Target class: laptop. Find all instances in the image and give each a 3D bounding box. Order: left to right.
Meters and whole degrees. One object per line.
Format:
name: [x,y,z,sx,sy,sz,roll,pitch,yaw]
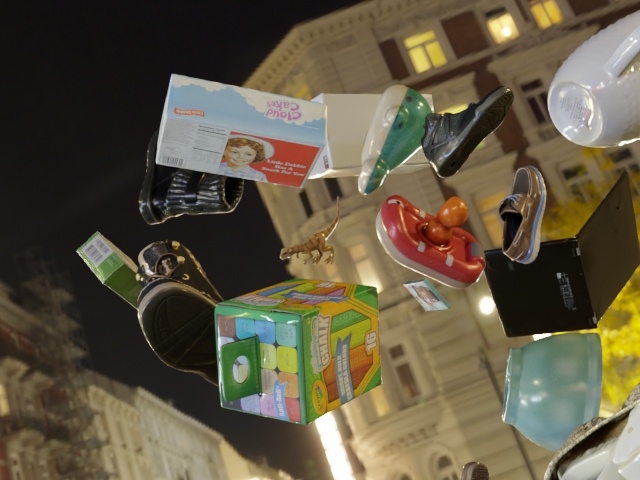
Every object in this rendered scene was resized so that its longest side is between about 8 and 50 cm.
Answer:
laptop: [0.683,0.051,2.557,0.408,0.236,0.382,-9,-46,19]

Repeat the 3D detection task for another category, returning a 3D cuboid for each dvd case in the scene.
dvd case: [0.241,0.124,2.073,0.013,0.087,0.119,-44,8,-15]

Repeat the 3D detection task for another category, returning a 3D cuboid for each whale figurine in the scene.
whale figurine: [0.171,-0.223,2.080,0.141,0.272,0.216,21,-30,1]

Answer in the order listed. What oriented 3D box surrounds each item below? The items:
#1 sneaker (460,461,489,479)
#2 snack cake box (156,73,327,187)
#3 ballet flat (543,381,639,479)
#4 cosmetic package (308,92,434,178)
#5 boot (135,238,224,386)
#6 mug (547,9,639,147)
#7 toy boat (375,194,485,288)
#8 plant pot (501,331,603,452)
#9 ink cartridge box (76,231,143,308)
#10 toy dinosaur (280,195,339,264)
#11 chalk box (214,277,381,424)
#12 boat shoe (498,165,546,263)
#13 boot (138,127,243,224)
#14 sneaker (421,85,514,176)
sneaker: [0.322,0.570,1.954,0.066,0.188,0.071,15,-12,-13]
snack cake box: [-0.134,-0.180,1.534,0.264,0.089,0.152,9,-29,-13]
ballet flat: [0.446,0.299,1.269,0.182,0.164,0.483,-32,-15,-25]
cosmetic package: [0.141,-0.299,2.598,0.385,0.217,0.156,-4,-6,-29]
boot: [-0.269,0.111,1.731,0.138,0.284,0.377,-42,-36,3]
mug: [0.715,-0.390,2.106,0.328,0.276,0.374,-30,-22,-25]
toy boat: [0.224,-0.022,1.730,0.231,0.151,0.151,24,-57,-11]
plant pot: [0.525,0.345,2.100,0.196,0.293,0.293,7,-18,9]
ink cartridge box: [-0.414,0.074,1.917,0.062,0.109,0.209,-43,-29,-5]
toy dinosaur: [0.000,0.000,2.242,0.211,0.064,0.112,-37,-54,-22]
chalk box: [-0.050,0.179,1.475,0.179,0.180,0.289,4,12,34]
boat shoe: [0.359,-0.054,1.633,0.066,0.183,0.066,15,-21,-29]
boot: [-0.334,-0.194,2.479,0.260,0.348,0.131,-12,-38,19]
sneaker: [0.296,-0.254,1.915,0.087,0.130,0.227,16,-58,-49]
